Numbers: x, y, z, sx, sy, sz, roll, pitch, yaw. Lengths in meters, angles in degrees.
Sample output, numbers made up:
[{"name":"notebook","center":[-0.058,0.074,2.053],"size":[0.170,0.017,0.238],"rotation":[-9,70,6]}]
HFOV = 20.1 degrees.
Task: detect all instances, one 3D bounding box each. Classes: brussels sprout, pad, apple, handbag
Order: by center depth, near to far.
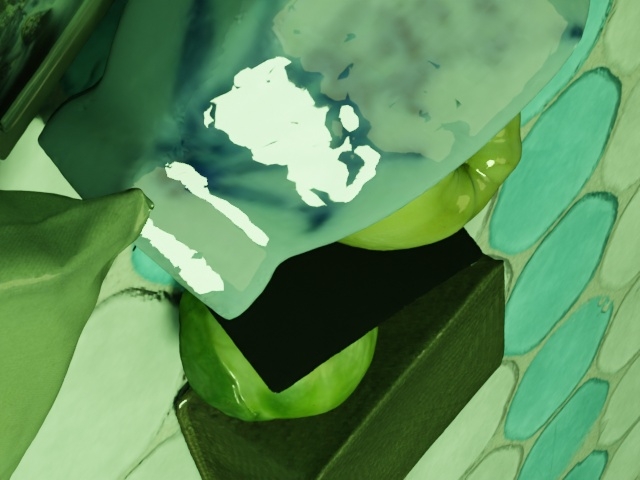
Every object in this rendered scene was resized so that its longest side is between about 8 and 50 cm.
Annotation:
[{"name":"handbag","center":[-0.264,0.079,0.993],"size":[0.315,0.109,0.253],"rotation":[-14,143,-39]},{"name":"apple","center":[0.044,-0.084,1.299],"size":[0.200,0.200,0.200],"rotation":[-42,151,-29]},{"name":"pad","center":[0.000,0.000,1.359],"size":[0.265,0.159,0.009],"rotation":[-30,170,-44]},{"name":"brussels sprout","center":[-0.030,0.067,1.402],"size":[0.183,0.131,0.146],"rotation":[-17,90,-49]}]

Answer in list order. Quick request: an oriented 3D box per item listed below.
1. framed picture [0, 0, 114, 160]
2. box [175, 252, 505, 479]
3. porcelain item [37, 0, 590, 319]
[{"name":"framed picture","center":[-0.144,-0.214,0.990],"size":[0.324,0.020,0.240],"rotation":[-55,155,-4]},{"name":"box","center":[0.026,0.118,1.552],"size":[0.273,0.143,0.184],"rotation":[-47,154,-21]},{"name":"porcelain item","center":[0.025,-0.152,1.100],"size":[0.405,0.178,0.242],"rotation":[-45,122,6]}]
